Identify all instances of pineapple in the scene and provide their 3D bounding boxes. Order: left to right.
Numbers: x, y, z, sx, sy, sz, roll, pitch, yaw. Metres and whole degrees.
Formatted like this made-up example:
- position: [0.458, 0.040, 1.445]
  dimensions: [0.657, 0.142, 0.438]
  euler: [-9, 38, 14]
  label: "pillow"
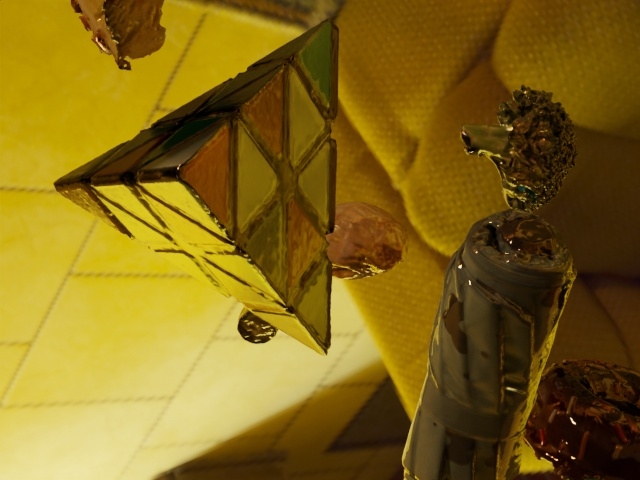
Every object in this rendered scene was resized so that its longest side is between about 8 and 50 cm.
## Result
- position: [-0.226, -0.309, 1.272]
  dimensions: [0.114, 0.236, 0.186]
  euler: [-30, -166, -22]
  label: "pineapple"

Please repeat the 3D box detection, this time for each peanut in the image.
- position: [0.000, 0.000, 1.280]
  dimensions: [0.207, 0.087, 0.087]
  euler: [0, 157, 28]
  label: "peanut"

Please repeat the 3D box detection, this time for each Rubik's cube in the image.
- position: [-0.078, 0.009, 0.956]
  dimensions: [0.250, 0.284, 0.234]
  euler: [-21, 111, 28]
  label: "Rubik's cube"

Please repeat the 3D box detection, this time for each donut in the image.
- position: [0.320, 0.199, 1.228]
  dimensions: [0.235, 0.235, 0.089]
  euler: [2, 112, -38]
  label: "donut"

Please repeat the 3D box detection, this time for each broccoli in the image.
- position: [0.268, -0.125, 1.576]
  dimensions: [0.160, 0.154, 0.167]
  euler: [5, 159, 11]
  label: "broccoli"

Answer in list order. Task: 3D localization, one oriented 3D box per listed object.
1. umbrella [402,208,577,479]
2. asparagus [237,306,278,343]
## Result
- position: [0.070, 0.089, 0.559]
  dimensions: [0.053, 0.052, 0.250]
  euler: [-14, 137, -24]
  label: "umbrella"
- position: [-0.072, 0.092, 1.641]
  dimensions: [0.067, 0.060, 0.277]
  euler: [-33, -173, 14]
  label: "asparagus"
